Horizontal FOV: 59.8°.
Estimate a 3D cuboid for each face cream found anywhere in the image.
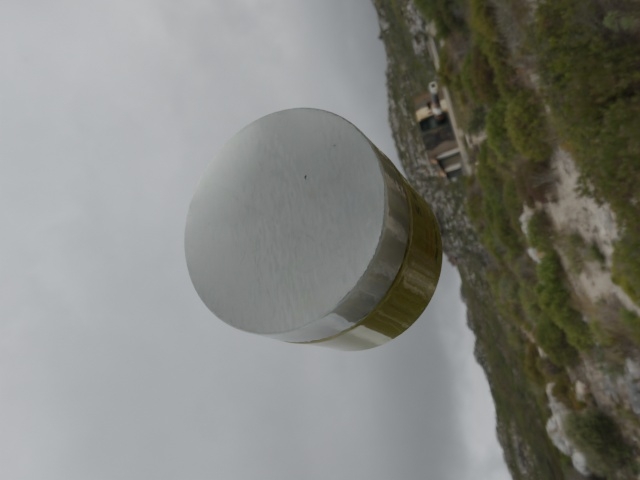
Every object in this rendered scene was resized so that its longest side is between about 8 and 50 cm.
[{"bbox_3d":[0.000,0.000,0.582,0.179,0.218,0.218,29,-132,-58],"label":"face cream"}]
